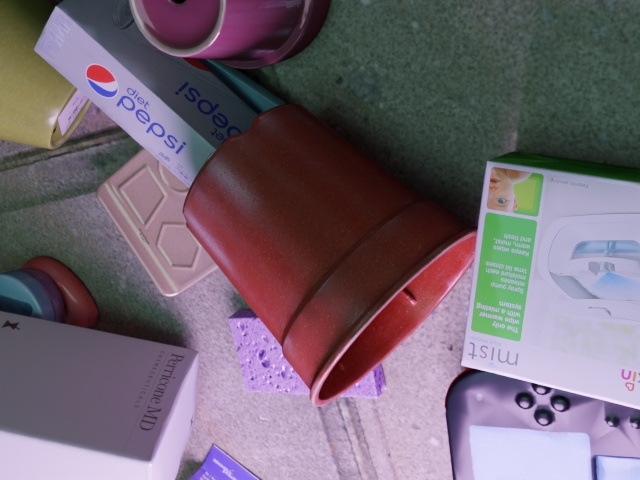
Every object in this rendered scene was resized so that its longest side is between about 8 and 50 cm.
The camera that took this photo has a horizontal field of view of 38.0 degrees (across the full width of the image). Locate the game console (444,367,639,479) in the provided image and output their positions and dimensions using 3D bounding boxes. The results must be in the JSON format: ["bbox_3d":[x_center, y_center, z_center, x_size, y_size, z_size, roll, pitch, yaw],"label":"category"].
[{"bbox_3d":[0.331,0.327,1.126,0.341,0.060,0.387,1,110,28],"label":"game console"}]

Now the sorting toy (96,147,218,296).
[{"bbox_3d":[-0.189,-0.046,1.279,0.208,0.038,0.193,-33,92,29],"label":"sorting toy"}]

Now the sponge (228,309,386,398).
[{"bbox_3d":[-0.020,0.153,1.264,0.210,0.031,0.117,-3,108,30],"label":"sponge"}]

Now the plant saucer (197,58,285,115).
[{"bbox_3d":[-0.120,-0.201,1.172,0.192,0.018,0.067,36,156,12],"label":"plant saucer"}]

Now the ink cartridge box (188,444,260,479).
[{"bbox_3d":[-0.130,0.451,1.434,0.206,0.045,0.208,33,120,14],"label":"ink cartridge box"}]

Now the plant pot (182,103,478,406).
[{"bbox_3d":[0.000,0.000,1.071,0.265,0.272,0.272,44,124,16],"label":"plant pot"}]

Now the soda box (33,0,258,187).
[{"bbox_3d":[-0.203,-0.187,1.148,0.286,0.098,0.091,42,138,-7],"label":"soda box"}]

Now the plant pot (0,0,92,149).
[{"bbox_3d":[-0.446,-0.253,1.225,0.293,0.275,0.275,30,122,-4],"label":"plant pot"}]

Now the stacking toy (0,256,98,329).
[{"bbox_3d":[-0.475,0.196,1.469,0.309,0.130,0.280,-34,91,34],"label":"stacking toy"}]

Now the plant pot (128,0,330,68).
[{"bbox_3d":[-0.113,-0.286,1.054,0.201,0.180,0.201,11,115,25],"label":"plant pot"}]

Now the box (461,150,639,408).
[{"bbox_3d":[0.300,0.040,0.976,0.261,0.126,0.231,12,104,24],"label":"box"}]

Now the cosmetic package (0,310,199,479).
[{"bbox_3d":[-0.420,0.239,1.308,0.452,0.230,0.162,11,125,4],"label":"cosmetic package"}]
